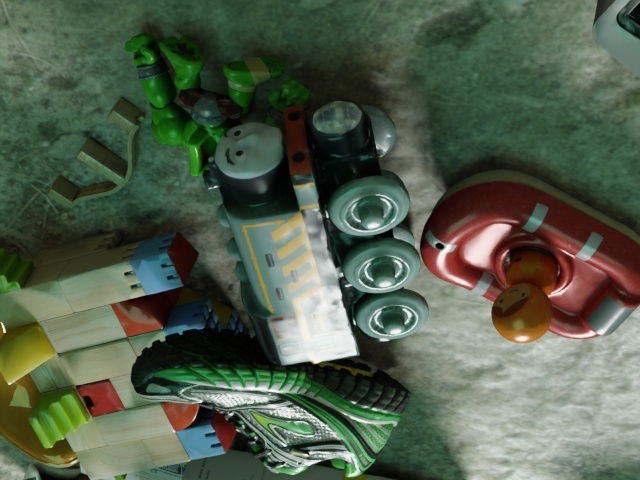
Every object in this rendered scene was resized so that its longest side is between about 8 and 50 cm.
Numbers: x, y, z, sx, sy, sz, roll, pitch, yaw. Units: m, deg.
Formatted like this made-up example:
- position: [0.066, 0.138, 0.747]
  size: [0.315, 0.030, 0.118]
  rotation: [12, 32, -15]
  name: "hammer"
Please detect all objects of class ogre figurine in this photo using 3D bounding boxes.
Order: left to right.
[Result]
- position: [-0.108, -0.133, 1.248]
  size: [0.197, 0.097, 0.118]
  rotation: [9, 124, 0]
  name: "ogre figurine"

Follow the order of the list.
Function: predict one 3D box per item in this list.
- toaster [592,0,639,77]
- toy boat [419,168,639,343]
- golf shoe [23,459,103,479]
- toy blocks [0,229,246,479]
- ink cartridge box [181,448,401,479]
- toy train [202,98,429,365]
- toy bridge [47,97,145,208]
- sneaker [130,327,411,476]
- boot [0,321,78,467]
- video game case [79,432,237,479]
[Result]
- position: [0.321, -0.197, 0.989]
  size: [0.168, 0.110, 0.186]
  rotation: [33, 136, -8]
  name: "toaster"
- position: [0.207, 0.038, 1.233]
  size: [0.231, 0.151, 0.151]
  rotation: [27, 136, -3]
  name: "toy boat"
- position: [-0.329, 0.413, 1.861]
  size: [0.272, 0.105, 0.120]
  rotation: [13, 128, 11]
  name: "golf shoe"
- position: [-0.215, 0.134, 1.509]
  size: [0.260, 0.191, 0.381]
  rotation: [-14, 117, 17]
  name: "toy blocks"
- position: [-0.004, 0.444, 1.676]
  size: [0.384, 0.160, 0.279]
  rotation: [10, 135, 4]
  name: "ink cartridge box"
- position: [0.000, 0.000, 1.244]
  size: [0.190, 0.142, 0.334]
  rotation: [-11, 140, 3]
  name: "toy train"
- position: [-0.242, -0.089, 1.396]
  size: [0.063, 0.026, 0.188]
  rotation: [35, 135, -15]
  name: "toy bridge"
- position: [-0.057, 0.195, 1.403]
  size: [0.343, 0.146, 0.134]
  rotation: [18, -175, -28]
  name: "sneaker"
- position: [-0.397, 0.138, 1.558]
  size: [0.295, 0.104, 0.211]
  rotation: [46, 151, 20]
  name: "boot"
- position: [-0.232, 0.287, 1.738]
  size: [0.232, 0.042, 0.210]
  rotation: [15, 136, 9]
  name: "video game case"
